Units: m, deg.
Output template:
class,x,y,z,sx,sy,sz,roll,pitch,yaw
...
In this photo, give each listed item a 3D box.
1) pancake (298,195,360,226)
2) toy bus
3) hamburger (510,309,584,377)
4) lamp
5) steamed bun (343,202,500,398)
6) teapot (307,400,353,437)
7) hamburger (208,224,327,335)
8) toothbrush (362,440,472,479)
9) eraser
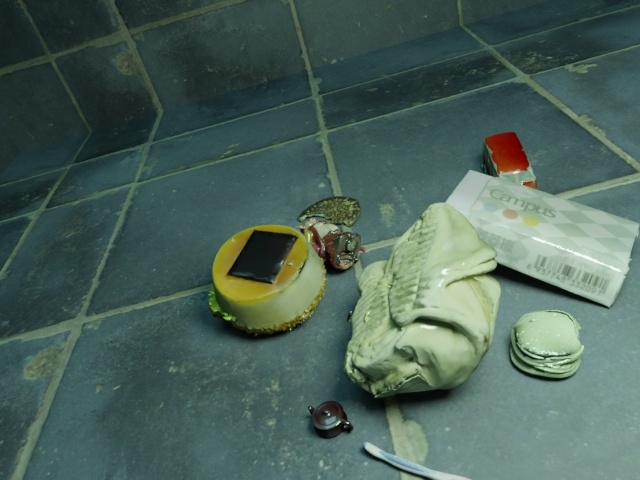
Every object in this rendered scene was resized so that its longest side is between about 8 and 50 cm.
class,x,y,z,sx,sy,sz,roll,pitch,yaw
pancake,0.034,-0.080,1.622,0.184,0.020,0.190,-25,35,-12
toy bus,0.522,-0.200,1.487,0.121,0.119,0.265,-10,35,13
hamburger,0.436,0.198,1.037,0.133,0.062,0.140,5,39,27
lamp,0.000,0.000,1.446,0.118,0.118,0.253,-35,33,-23
steamed bun,0.220,0.143,1.057,0.394,0.237,0.346,-60,14,-3
teapot,0.019,0.342,1.034,0.100,0.045,0.068,9,45,34
hamburger,-0.129,0.097,1.314,0.294,0.179,0.276,6,50,21
toothbrush,0.189,0.393,0.907,0.269,0.027,0.021,10,8,33
eraser,0.480,-0.020,1.210,0.397,0.082,0.213,23,48,23
